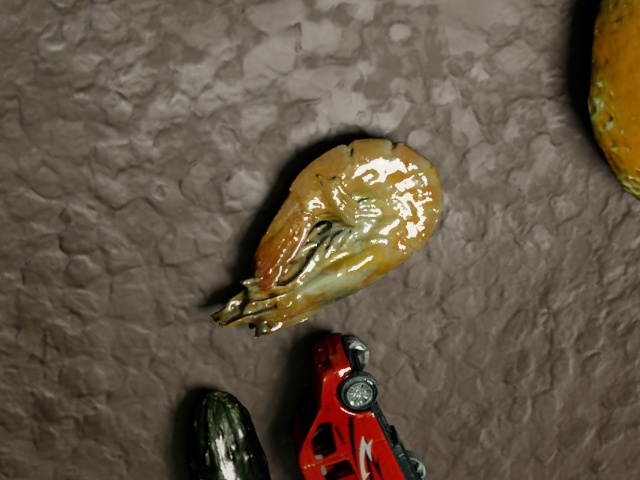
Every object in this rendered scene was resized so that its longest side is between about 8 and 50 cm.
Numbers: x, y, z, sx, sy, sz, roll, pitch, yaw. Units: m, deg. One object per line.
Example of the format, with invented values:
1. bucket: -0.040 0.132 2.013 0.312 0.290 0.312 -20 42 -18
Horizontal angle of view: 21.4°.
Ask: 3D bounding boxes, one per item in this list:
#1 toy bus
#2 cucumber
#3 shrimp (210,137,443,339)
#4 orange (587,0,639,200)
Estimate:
1. toy bus: 0.028 0.172 1.394 0.089 0.081 0.195 -24 112 4
2. cucumber: -0.059 0.268 1.402 0.072 0.081 0.303 -7 112 19
3. shrimp: -0.001 -0.001 1.348 0.217 0.051 0.115 -35 105 -1
4. orange: 0.378 -0.143 1.346 0.334 0.196 0.262 5 92 -8
